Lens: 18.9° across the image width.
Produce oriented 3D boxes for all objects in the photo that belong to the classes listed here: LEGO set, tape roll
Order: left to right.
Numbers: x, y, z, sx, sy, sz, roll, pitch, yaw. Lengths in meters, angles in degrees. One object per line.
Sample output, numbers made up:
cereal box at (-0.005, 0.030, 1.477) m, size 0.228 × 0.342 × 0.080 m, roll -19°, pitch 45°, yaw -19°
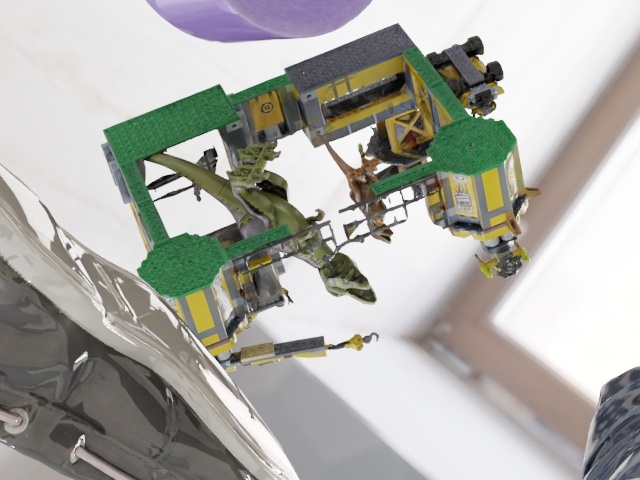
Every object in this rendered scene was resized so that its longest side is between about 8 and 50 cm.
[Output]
tape roll at (-0.040, -0.224, 1.258) m, size 0.189 × 0.080 × 0.189 m, roll -2°, pitch 93°, yaw -40°
LEGO set at (0.000, 0.000, 1.423) m, size 0.331 × 0.255 × 0.192 m, roll -28°, pitch 134°, yaw -13°

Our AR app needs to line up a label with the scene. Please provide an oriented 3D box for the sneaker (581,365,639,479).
sneaker at (0.156, 0.169, 1.003) m, size 0.163 × 0.086 × 0.226 m, roll -64°, pitch 175°, yaw -54°

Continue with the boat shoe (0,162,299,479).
boat shoe at (-0.114, 0.066, 0.898) m, size 0.095 × 0.112 × 0.335 m, roll -36°, pitch 143°, yaw 3°
